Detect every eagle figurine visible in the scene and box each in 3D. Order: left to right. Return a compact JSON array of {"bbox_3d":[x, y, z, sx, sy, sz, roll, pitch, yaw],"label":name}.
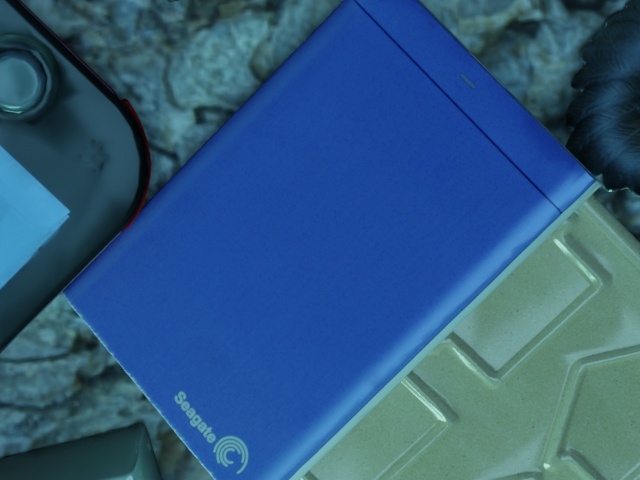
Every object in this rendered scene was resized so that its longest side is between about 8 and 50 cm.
[{"bbox_3d":[0.336,-0.110,1.082,0.298,0.225,0.226,-43,60,39],"label":"eagle figurine"}]

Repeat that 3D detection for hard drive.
[{"bbox_3d":[0.000,0.000,1.103,0.318,0.040,0.210,-45,72,10],"label":"hard drive"}]

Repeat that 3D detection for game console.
[{"bbox_3d":[-0.345,-0.039,1.122,0.386,0.060,0.342,-44,103,10],"label":"game console"}]

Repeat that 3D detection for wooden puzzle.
[{"bbox_3d":[0.116,0.117,1.177,0.322,0.080,0.348,-44,98,10],"label":"wooden puzzle"}]

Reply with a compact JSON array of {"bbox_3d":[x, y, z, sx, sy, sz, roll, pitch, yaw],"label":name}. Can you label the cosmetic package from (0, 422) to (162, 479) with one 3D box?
[{"bbox_3d":[-0.225,0.229,1.181,0.238,0.107,0.127,-15,105,6],"label":"cosmetic package"}]
